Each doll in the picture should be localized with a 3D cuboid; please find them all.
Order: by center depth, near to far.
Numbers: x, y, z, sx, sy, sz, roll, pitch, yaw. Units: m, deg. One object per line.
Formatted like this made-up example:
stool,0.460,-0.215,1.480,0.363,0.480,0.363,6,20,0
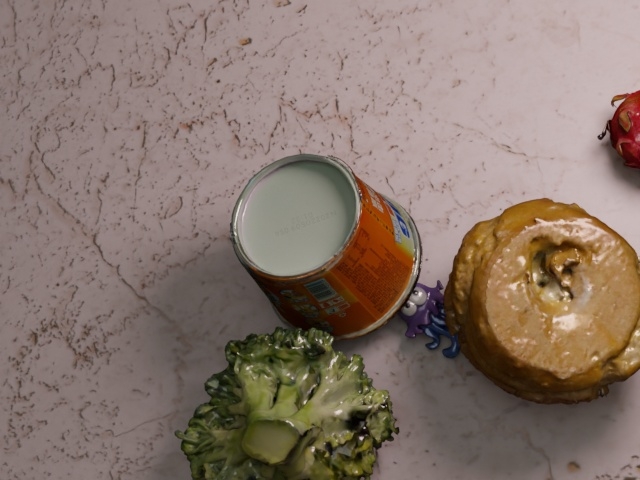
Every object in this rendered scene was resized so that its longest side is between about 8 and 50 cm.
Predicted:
doll,0.203,0.134,1.994,0.206,0.067,0.110,33,90,6

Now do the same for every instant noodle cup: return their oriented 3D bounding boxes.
instant noodle cup,0.000,0.000,1.953,0.296,0.214,0.296,-9,64,19

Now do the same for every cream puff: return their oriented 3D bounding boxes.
cream puff,0.367,0.099,1.886,0.343,0.231,0.327,4,77,0

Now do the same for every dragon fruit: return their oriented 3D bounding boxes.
dragon fruit,0.548,-0.191,1.995,0.136,0.133,0.166,21,36,-20

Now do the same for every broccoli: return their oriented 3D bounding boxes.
broccoli,-0.056,0.316,1.908,0.334,0.272,0.324,33,121,10
